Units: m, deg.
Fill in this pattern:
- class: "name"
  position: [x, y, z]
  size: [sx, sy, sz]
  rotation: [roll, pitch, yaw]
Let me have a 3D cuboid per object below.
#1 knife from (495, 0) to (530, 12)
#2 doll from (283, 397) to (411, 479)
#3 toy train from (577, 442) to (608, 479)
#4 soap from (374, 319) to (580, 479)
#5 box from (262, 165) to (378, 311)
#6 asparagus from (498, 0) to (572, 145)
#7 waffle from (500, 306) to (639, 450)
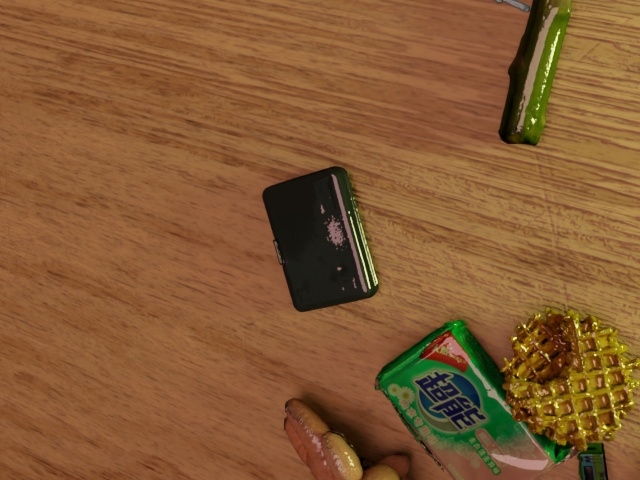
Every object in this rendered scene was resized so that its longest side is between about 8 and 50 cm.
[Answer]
- class: "knife"
  position: [0.270, -0.361, 1.046]
  size: [0.091, 0.005, 0.014]
  rotation: [32, 108, 17]
- class: "doll"
  position: [0.059, 0.384, 1.208]
  size: [0.303, 0.156, 0.201]
  rotation: [49, 157, 29]
- class: "toy train"
  position: [0.429, 0.421, 1.082]
  size: [0.042, 0.044, 0.209]
  rotation: [-7, 95, 24]
- class: "soap"
  position: [0.239, 0.271, 1.114]
  size: [0.218, 0.098, 0.273]
  rotation: [-40, 84, 18]
- class: "box"
  position: [0.000, 0.000, 1.199]
  size: [0.160, 0.050, 0.230]
  rotation: [-15, 93, 25]
- class: "asparagus"
  position: [0.317, -0.275, 1.012]
  size: [0.067, 0.060, 0.277]
  rotation: [24, 109, 39]
- class: "waffle"
  position: [0.362, 0.200, 1.021]
  size: [0.197, 0.070, 0.193]
  rotation: [16, 83, 1]
